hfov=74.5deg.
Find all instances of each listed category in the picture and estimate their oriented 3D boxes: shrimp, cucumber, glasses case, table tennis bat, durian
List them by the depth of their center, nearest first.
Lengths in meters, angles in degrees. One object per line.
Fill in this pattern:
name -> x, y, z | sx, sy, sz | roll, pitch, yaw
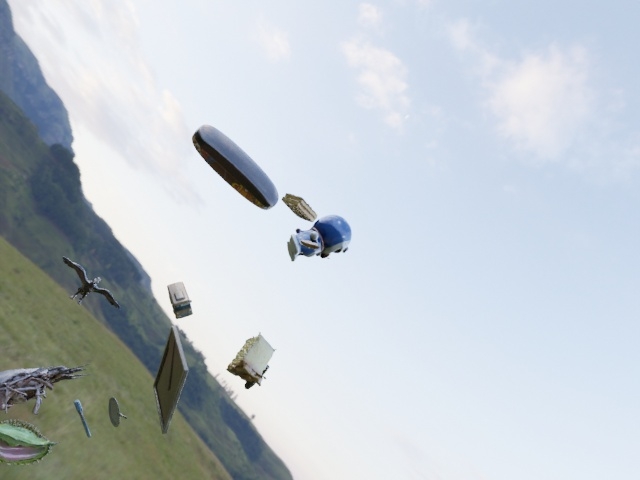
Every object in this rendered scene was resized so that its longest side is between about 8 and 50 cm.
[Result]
glasses case -> -0.252, -0.219, 1.279 | 0.082, 0.122, 0.321 | -33, -63, 27
shrimp -> -0.891, 0.446, 1.282 | 0.145, 0.343, 0.116 | 36, -50, 57
durian -> -1.028, 0.682, 1.435 | 0.220, 0.137, 0.095 | 41, 4, -27
table tennis bat -> -0.889, 0.667, 1.573 | 0.100, 0.019, 0.155 | 9, -66, 52
cucumber -> -0.271, 0.574, 1.785 | 0.044, 0.043, 0.257 | 55, -42, 17

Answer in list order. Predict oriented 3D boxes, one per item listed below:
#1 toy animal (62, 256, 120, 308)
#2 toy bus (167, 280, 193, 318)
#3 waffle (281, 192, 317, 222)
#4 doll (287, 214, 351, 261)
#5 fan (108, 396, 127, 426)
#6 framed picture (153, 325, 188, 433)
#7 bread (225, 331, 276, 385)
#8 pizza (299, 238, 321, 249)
toy animal -> -0.694, 0.140, 1.258 | 0.220, 0.108, 0.062 | 46, 14, -15
toy bus -> -0.676, 0.283, 2.021 | 0.182, 0.091, 0.103 | 46, -37, 50
waffle -> -0.085, -0.134, 1.732 | 0.102, 0.042, 0.148 | 21, -17, 36
doll -> 0.000, 0.000, 1.572 | 0.161, 0.256, 0.215 | 65, -20, 5
fan -> -0.783, 0.667, 1.621 | 0.175, 0.005, 0.113 | -7, -94, 43
framed picture -> -0.568, 0.520, 1.579 | 0.240, 0.020, 0.324 | 48, -58, 48
bread -> -0.245, 0.391, 1.420 | 0.152, 0.147, 0.127 | 1, -45, 34
pizza -> -0.029, 0.012, 1.180 | 0.083, 0.037, 0.016 | 19, -71, 43
